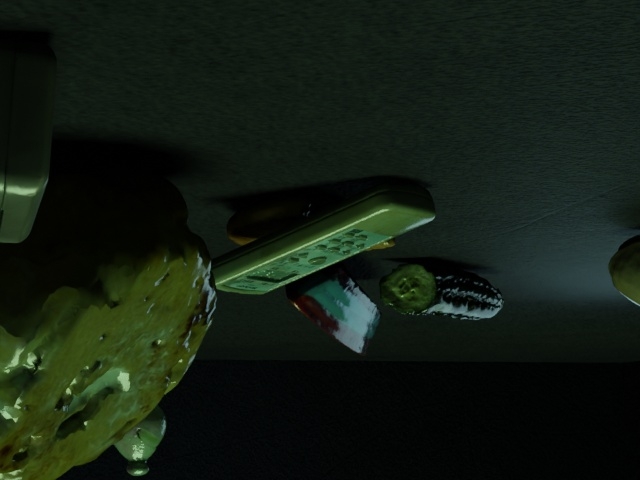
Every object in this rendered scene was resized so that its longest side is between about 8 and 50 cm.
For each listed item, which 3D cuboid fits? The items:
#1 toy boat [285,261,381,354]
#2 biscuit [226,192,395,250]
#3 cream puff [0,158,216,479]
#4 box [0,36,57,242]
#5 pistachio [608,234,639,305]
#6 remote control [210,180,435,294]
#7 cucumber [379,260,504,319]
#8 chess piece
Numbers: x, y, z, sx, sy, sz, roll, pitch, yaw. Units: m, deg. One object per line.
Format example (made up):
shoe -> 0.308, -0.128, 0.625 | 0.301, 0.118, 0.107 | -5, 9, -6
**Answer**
toy boat -> 0.023, 0.083, 2.329 | 0.079, 0.136, 0.392 | -38, 167, 1
biscuit -> -0.020, -0.016, 1.838 | 0.145, 0.033, 0.224 | -8, 168, 28
cream puff -> -0.269, 0.051, 1.557 | 0.257, 0.324, 0.291 | 38, -160, 18
box -> -0.216, -0.062, 1.201 | 0.055, 0.103, 0.244 | 5, 171, -11
pistachio -> 0.410, 0.033, 2.059 | 0.149, 0.113, 0.113 | 2, 175, 29
remote control -> 0.000, 0.000, 1.741 | 0.233, 0.038, 0.098 | -23, 161, 30
cucumber -> 0.170, 0.070, 2.375 | 0.077, 0.077, 0.265 | -6, 173, 28
chess piece -> -0.219, 0.143, 2.098 | 0.139, 0.271, 0.139 | -3, 173, 0
